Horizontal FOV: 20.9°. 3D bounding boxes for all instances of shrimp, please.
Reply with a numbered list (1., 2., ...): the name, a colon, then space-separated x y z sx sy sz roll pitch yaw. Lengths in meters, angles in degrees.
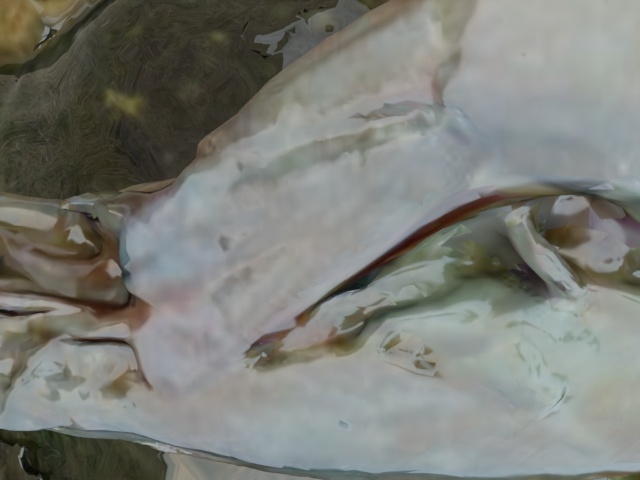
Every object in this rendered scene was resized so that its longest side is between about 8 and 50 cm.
1. shrimp: 0.014 -0.002 0.366 0.164 0.317 0.062 88 1 -51

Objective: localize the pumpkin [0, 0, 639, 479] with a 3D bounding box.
1. pumpkin: 0.000 0.000 0.656 0.344 0.454 0.454 38 91 -32
